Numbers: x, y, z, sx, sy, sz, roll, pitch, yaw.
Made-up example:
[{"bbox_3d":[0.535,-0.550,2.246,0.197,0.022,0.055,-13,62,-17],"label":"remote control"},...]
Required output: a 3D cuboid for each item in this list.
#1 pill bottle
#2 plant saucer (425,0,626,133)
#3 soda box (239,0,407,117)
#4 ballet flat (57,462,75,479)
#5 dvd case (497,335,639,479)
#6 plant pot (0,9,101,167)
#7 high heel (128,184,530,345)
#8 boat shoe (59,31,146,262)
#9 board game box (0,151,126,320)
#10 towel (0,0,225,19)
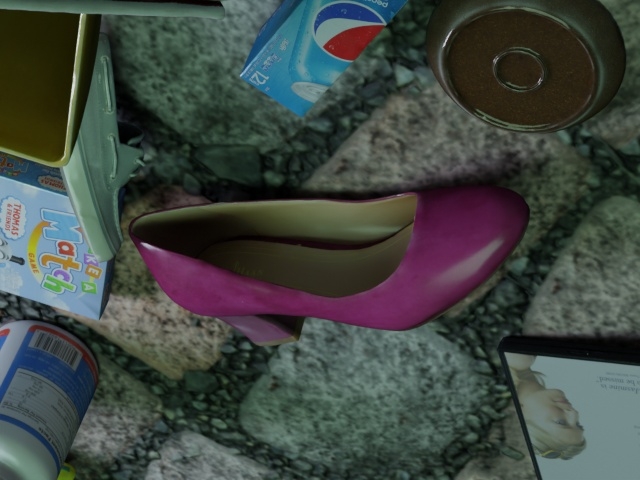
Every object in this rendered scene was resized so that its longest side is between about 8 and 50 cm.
[{"bbox_3d":[-0.313,0.197,1.991,0.124,0.221,0.124,10,135,10],"label":"pill bottle"},{"bbox_3d":[0.166,-0.148,1.634,0.168,0.029,0.168,10,135,11],"label":"plant saucer"},{"bbox_3d":[0.020,-0.196,1.606,0.067,0.071,0.210,32,134,-12],"label":"soda box"},{"bbox_3d":[-0.319,0.320,2.223,0.077,0.077,0.231,8,135,-12],"label":"ballet flat"},{"bbox_3d":[0.281,0.195,1.907,0.180,0.022,0.253,4,134,28],"label":"dvd case"},{"bbox_3d":[-0.265,-0.220,1.600,0.212,0.187,0.212,17,135,3],"label":"plant pot"},{"bbox_3d":[0.000,0.000,1.754,0.377,0.127,0.181,-23,132,39],"label":"high heel"},{"bbox_3d":[-0.196,-0.083,1.774,0.081,0.079,0.227,-16,123,-10],"label":"boat shoe"},{"bbox_3d":[-0.301,-0.016,1.914,0.211,0.039,0.160,16,135,2],"label":"board game box"},{"bbox_3d":[-0.233,-0.253,1.425,0.237,0.329,0.037,-3,125,-36],"label":"towel"}]
